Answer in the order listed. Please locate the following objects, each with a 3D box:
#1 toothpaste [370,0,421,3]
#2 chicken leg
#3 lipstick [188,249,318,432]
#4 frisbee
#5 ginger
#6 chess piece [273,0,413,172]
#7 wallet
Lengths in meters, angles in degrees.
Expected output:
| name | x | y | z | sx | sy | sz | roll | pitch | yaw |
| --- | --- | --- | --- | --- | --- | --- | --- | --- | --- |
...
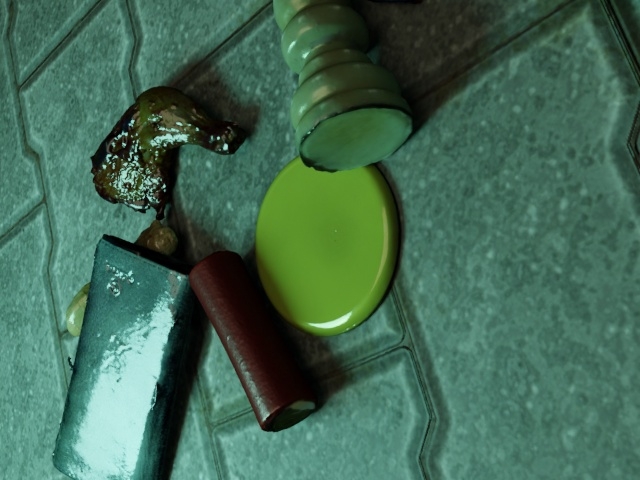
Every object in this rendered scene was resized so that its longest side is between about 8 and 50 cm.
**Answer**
| name | x | y | z | sx | sy | sz | roll | pitch | yaw |
| --- | --- | --- | --- | --- | --- | --- | --- | --- | --- |
| toothpaste | 0.102 | -0.431 | 0.883 | 0.076 | 0.066 | 0.320 | 17 | 97 | 41 |
| chicken leg | -0.239 | -0.134 | 1.163 | 0.322 | 0.083 | 0.177 | -35 | 73 | 36 |
| lipstick | -0.088 | 0.123 | 0.998 | 0.080 | 0.080 | 0.241 | -49 | 57 | 28 |
| frisbee | 0.000 | 0.000 | 0.971 | 0.236 | 0.017 | 0.236 | -5 | 83 | 41 |
| ginger | -0.305 | 0.071 | 1.208 | 0.288 | 0.075 | 0.089 | -44 | 65 | 26 |
| chess piece | 0.011 | -0.213 | 0.912 | 0.133 | 0.133 | 0.243 | -33 | 60 | 35 |
| wallet | -0.283 | 0.193 | 1.143 | 0.191 | 0.046 | 0.379 | 18 | 103 | 25 |
